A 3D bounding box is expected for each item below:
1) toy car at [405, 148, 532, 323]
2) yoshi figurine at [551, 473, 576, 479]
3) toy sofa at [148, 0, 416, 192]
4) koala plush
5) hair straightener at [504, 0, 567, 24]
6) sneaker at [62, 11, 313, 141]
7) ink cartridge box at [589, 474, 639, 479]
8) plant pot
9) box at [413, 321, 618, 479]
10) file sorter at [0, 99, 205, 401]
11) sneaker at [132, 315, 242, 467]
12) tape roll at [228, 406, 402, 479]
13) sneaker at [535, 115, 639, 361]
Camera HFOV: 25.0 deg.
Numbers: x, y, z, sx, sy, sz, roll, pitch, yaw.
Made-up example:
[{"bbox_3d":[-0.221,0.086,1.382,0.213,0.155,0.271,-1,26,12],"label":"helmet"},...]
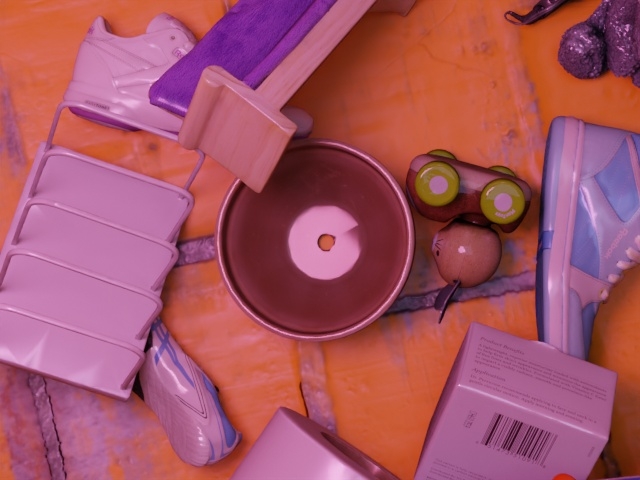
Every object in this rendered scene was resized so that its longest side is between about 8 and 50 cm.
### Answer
[{"bbox_3d":[0.158,0.000,1.713,0.149,0.155,0.188,15,100,2],"label":"toy car"},{"bbox_3d":[0.214,0.414,1.520,0.362,0.203,0.203,-39,122,-3],"label":"yoshi figurine"},{"bbox_3d":[-0.026,-0.248,1.648,0.177,0.150,0.362,38,61,1],"label":"toy sofa"},{"bbox_3d":[0.410,-0.255,1.671,0.196,0.221,0.203,34,89,3],"label":"koala plush"},{"bbox_3d":[0.322,-0.330,1.743,0.230,0.089,0.047,-32,89,0],"label":"hair straightener"},{"bbox_3d":[-0.153,-0.192,1.739,0.305,0.114,0.152,13,89,2],"label":"sneaker"},{"bbox_3d":[0.313,0.419,1.661,0.324,0.071,0.330,-4,100,-9],"label":"ink cartridge box"},{"bbox_3d":[0.000,0.000,1.722,0.237,0.110,0.237,0,89,10],"label":"plant pot"},{"bbox_3d":[0.223,0.217,1.666,0.181,0.119,0.181,20,129,3],"label":"box"},{"bbox_3d":[-0.258,0.007,1.643,0.193,0.173,0.277,19,64,-11],"label":"file sorter"},{"bbox_3d":[-0.179,0.166,1.752,0.085,0.086,0.237,-42,73,34],"label":"sneaker"},{"bbox_3d":[0.006,0.324,1.648,0.246,0.246,0.169,34,89,3],"label":"tape roll"},{"bbox_3d":[0.362,0.014,1.710,0.208,0.127,0.318,4,88,3],"label":"sneaker"}]
